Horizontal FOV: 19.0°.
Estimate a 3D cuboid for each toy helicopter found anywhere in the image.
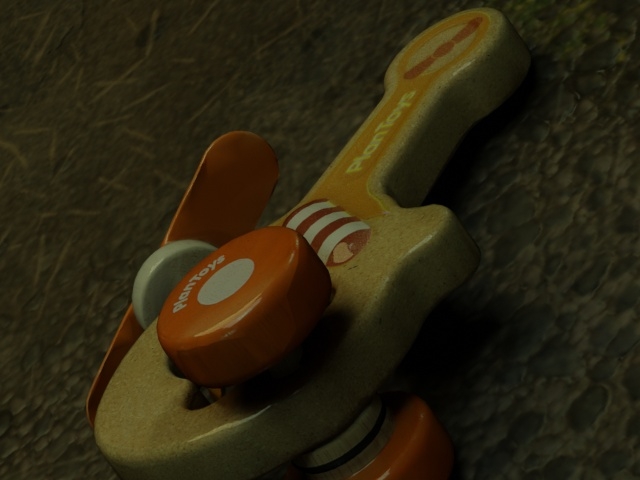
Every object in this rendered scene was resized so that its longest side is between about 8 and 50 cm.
[{"bbox_3d":[0.000,0.000,1.016,0.235,0.140,0.355,-10,35,46],"label":"toy helicopter"}]
